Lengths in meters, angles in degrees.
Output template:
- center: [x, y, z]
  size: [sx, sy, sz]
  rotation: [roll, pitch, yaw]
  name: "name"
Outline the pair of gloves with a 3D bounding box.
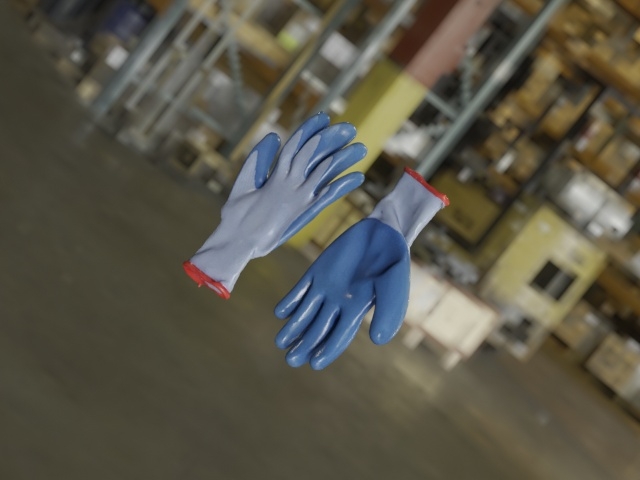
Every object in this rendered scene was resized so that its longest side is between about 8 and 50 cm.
- center: [0.000, 0.000, 1.342]
  size: [0.198, 0.159, 0.023]
  rotation: [37, -4, 40]
  name: "pair of gloves"
